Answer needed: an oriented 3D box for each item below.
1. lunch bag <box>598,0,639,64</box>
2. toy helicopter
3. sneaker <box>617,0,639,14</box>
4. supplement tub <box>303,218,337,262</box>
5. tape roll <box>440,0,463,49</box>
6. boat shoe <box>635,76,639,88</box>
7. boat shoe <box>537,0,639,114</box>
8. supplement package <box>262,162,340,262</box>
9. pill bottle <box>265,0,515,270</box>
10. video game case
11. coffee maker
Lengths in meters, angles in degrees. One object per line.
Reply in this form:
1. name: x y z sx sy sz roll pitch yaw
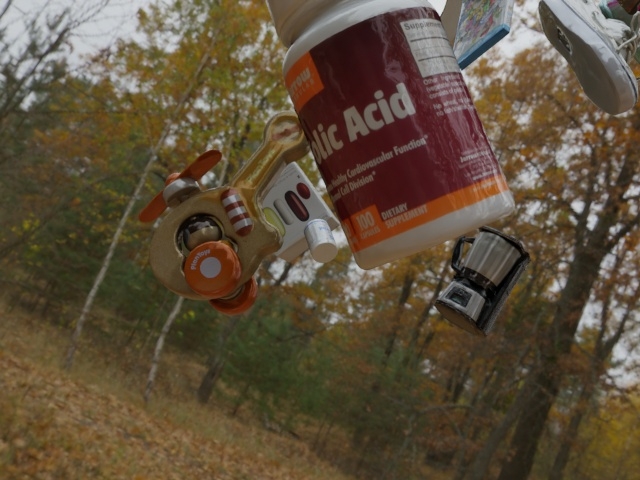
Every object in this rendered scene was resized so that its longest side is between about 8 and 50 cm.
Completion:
1. lunch bag: 0.731 -0.511 1.405 0.224 0.279 0.108 44 -46 -7
2. toy helicopter: -0.145 -0.072 1.012 0.235 0.355 0.140 32 -12 17
3. sneaker: 0.562 -0.436 1.047 0.065 0.158 0.061 53 3 -16
4. supplement tub: 0.000 0.000 1.619 0.071 0.071 0.107 36 20 -35
5. tape roll: 0.308 -0.661 1.662 0.072 0.392 0.392 -4 0 -23
6. boat shoe: 0.764 -0.390 1.553 0.100 0.035 0.035 -9 -62 12
7. boat shoe: 0.584 -0.402 1.270 0.156 0.367 0.136 -19 -45 8
8. supplement package: -0.086 -0.080 1.781 0.203 0.194 0.149 55 4 13
9. pill bottle: 0.083 -0.178 0.833 0.224 0.224 0.392 146 -77 -76
10. video game case: 0.245 -0.339 0.935 0.015 0.166 0.119 26 -28 -20
11. coffee maker: 0.312 0.088 1.175 0.171 0.178 0.120 37 -8 -32
